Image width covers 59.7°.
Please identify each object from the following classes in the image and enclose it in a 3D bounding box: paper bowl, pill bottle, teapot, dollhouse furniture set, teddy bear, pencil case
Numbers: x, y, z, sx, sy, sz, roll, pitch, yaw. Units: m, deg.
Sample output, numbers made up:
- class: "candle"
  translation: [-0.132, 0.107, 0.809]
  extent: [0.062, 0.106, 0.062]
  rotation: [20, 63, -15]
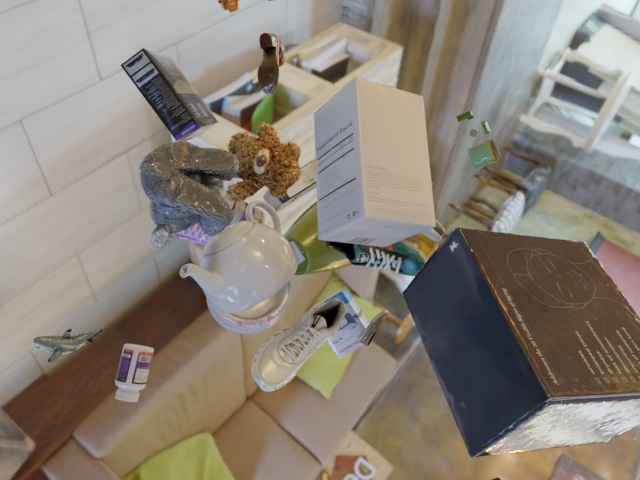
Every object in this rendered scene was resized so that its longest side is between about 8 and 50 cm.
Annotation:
- class: "paper bowl"
  translation: [-0.248, 0.183, 1.918]
  extent: [0.284, 0.284, 0.148]
  rotation: [-45, 167, -29]
- class: "pill bottle"
  translation: [-0.271, -0.080, 1.692]
  extent: [0.187, 0.112, 0.112]
  rotation: [30, 91, -29]
- class: "teapot"
  translation: [-0.187, 0.034, 1.320]
  extent: [0.253, 0.187, 0.256]
  rotation: [-31, -163, -4]
- class: "pill bottle"
  translation: [-0.676, 0.477, 2.012]
  extent: [0.108, 0.108, 0.193]
  rotation: [37, 62, -68]
- class: "dollhouse furniture set"
  translation: [0.413, -0.266, 1.469]
  extent: [0.076, 0.151, 0.059]
  rotation: [-22, 180, 25]
- class: "teddy bear"
  translation: [-0.197, -0.229, 1.589]
  extent: [0.245, 0.338, 0.113]
  rotation: [-41, 130, -1]
- class: "pencil case"
  translation: [-0.422, -0.020, 2.023]
  extent: [0.088, 0.206, 0.086]
  rotation: [-71, 174, -49]

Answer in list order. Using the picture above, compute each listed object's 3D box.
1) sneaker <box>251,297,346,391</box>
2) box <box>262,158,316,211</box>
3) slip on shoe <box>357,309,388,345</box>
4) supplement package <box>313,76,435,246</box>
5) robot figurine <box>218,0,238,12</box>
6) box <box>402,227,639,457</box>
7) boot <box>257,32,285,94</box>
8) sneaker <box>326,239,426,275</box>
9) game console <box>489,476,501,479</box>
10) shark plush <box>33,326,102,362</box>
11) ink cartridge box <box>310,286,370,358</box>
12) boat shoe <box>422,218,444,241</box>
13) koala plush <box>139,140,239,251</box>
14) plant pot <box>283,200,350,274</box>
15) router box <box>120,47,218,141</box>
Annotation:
- class: "sneaker"
  translation: [-0.046, 0.232, 1.307]
  extent: [0.292, 0.110, 0.118]
  rotation: [-41, 175, -36]
- class: "box"
  translation: [-0.075, -0.229, 2.198]
  extent: [0.290, 0.087, 0.169]
  rotation: [-34, 180, -19]
- class: "slip on shoe"
  translation: [0.174, 0.276, 1.759]
  extent: [0.135, 0.041, 0.051]
  rotation: [-49, 153, 13]
- class: "supplement package"
  translation: [0.105, -0.152, 1.157]
  extent: [0.178, 0.292, 0.175]
  rotation: [7, 163, -29]
- class: "robot figurine"
  translation: [-0.185, -0.681, 1.257]
  extent: [0.211, 0.085, 0.290]
  rotation: [-22, 142, -11]
- class: "box"
  translation: [0.540, 0.246, 1.411]
  extent: [0.472, 0.479, 0.297]
  rotation: [7, 135, -27]
- class: "boot"
  translation: [-0.152, -0.582, 1.843]
  extent: [0.152, 0.073, 0.196]
  rotation: [-48, 141, -73]
- class: "sneaker"
  translation: [0.155, 0.042, 1.628]
  extent: [0.121, 0.302, 0.108]
  rotation: [-45, 151, -51]
- class: "game console"
  translation: [0.468, 0.745, 1.547]
  extent: [0.124, 0.085, 0.144]
  rotation: [-42, 164, -32]
- class: "shark plush"
  translation: [-0.659, 0.263, 1.464]
  extent: [0.161, 0.073, 0.067]
  rotation: [-10, 113, -11]
- class: "ink cartridge box"
  translation: [0.073, 0.273, 1.858]
  extent: [0.140, 0.190, 0.082]
  rotation: [-33, 179, 13]
- class: "boat shoe"
  translation: [0.250, -0.133, 1.562]
  extent: [0.099, 0.319, 0.116]
  rotation: [-39, 157, -3]
- class: "koala plush"
  translation: [-0.314, -0.092, 1.227]
  extent: [0.221, 0.204, 0.196]
  rotation: [-42, -141, 50]
- class: "plant pot"
  translation: [0.000, 0.000, 1.903]
  extent: [0.294, 0.275, 0.274]
  rotation: [-29, 144, -44]
- class: "router box"
  translation: [-0.413, -0.407, 1.578]
  extent: [0.081, 0.242, 0.309]
  rotation: [-34, -168, 7]
